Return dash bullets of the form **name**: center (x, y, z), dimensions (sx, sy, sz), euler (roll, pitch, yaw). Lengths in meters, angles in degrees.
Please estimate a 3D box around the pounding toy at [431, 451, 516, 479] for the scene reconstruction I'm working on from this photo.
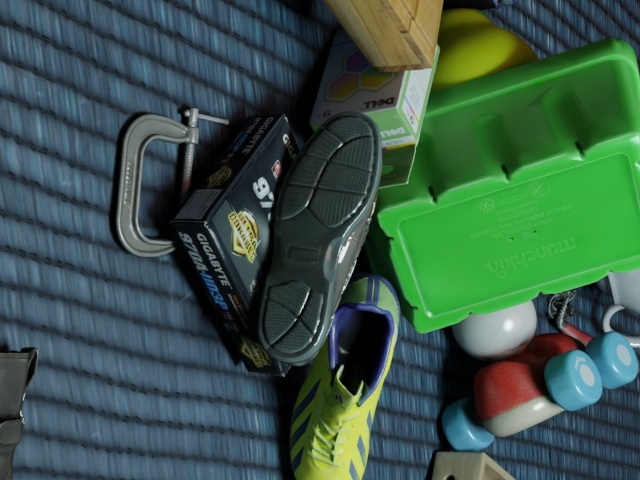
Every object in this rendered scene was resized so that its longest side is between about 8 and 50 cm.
- **pounding toy**: center (0.180, 0.362, 1.605), dimensions (0.130, 0.100, 0.141), euler (43, 51, -45)

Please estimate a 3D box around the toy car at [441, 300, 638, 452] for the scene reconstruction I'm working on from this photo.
- **toy car**: center (0.257, 0.128, 1.618), dimensions (0.210, 0.219, 0.238), euler (-14, 77, -49)

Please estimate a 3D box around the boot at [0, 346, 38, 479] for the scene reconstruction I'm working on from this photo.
- **boot**: center (-0.331, 0.195, 0.962), dimensions (0.263, 0.091, 0.229), euler (-5, 95, -57)

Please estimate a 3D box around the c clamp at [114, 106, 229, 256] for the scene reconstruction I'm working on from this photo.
- **c clamp**: center (-0.146, -0.059, 1.197), dimensions (0.137, 0.022, 0.161), euler (16, 81, -51)

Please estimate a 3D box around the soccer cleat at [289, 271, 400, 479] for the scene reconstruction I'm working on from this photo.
- **soccer cleat**: center (0.021, 0.175, 1.318), dimensions (0.121, 0.093, 0.289), euler (-84, -174, -74)

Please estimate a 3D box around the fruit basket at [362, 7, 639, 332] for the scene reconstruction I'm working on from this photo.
- **fruit basket**: center (0.202, -0.105, 1.431), dimensions (0.392, 0.392, 0.283), euler (-46, 127, -38)

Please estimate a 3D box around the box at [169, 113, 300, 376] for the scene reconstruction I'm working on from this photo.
- **box**: center (-0.057, 0.006, 1.273), dimensions (0.175, 0.051, 0.220), euler (-57, 137, -38)

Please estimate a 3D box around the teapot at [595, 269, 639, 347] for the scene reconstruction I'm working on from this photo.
- **teapot**: center (0.486, 0.018, 1.864), dimensions (0.252, 0.187, 0.256), euler (40, 36, -69)

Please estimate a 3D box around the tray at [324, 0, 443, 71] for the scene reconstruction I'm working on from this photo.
- **tray**: center (0.085, -0.407, 1.271), dimensions (0.203, 0.076, 0.411), euler (44, 50, -55)

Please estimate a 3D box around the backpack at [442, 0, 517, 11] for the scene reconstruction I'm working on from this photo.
- **backpack**: center (0.200, -0.391, 1.512), dimensions (0.158, 0.117, 0.173), euler (51, 53, -42)

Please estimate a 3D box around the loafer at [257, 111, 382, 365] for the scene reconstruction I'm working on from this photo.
- **loafer**: center (0.000, 0.000, 1.250), dimensions (0.084, 0.096, 0.268), euler (53, 54, -71)

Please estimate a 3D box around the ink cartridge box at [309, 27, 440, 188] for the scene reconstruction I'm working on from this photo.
- **ink cartridge box**: center (0.056, -0.151, 1.327), dimensions (0.062, 0.109, 0.209), euler (54, 39, -41)

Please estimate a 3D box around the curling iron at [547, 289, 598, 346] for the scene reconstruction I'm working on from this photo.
- **curling iron**: center (0.427, 0.150, 1.914), dimensions (0.274, 0.035, 0.068), euler (39, 64, -46)
